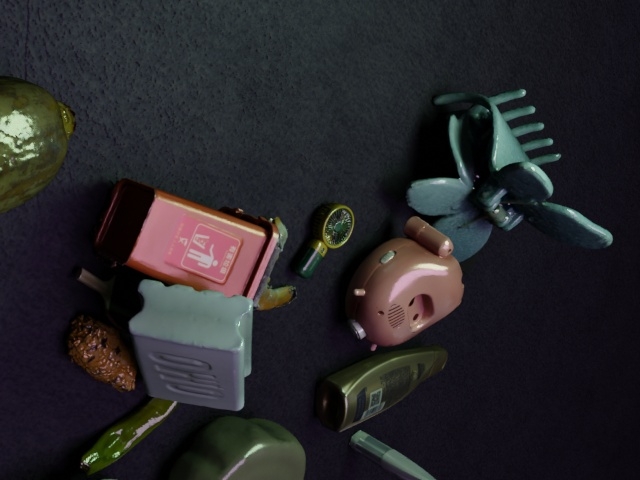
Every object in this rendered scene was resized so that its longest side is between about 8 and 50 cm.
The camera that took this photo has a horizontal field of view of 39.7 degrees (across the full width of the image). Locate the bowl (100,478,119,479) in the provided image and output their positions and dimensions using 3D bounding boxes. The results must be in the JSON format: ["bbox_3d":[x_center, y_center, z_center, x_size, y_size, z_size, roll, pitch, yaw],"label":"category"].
[{"bbox_3d":[-0.336,0.520,1.291,0.313,0.146,0.313,-52,159,-29],"label":"bowl"}]

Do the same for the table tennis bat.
[{"bbox_3d":[-0.299,0.082,1.302,0.156,0.013,0.087,42,46,-44],"label":"table tennis bat"}]

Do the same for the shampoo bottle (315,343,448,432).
[{"bbox_3d":[0.138,0.292,1.853,0.350,0.084,0.125,-16,120,-44],"label":"shampoo bottle"}]

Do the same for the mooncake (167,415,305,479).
[{"bbox_3d":[-0.153,0.435,1.552,0.275,0.135,0.274,-24,126,-38],"label":"mooncake"}]

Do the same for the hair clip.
[{"bbox_3d":[0.352,-0.132,1.776,0.318,0.392,0.238,42,49,-46],"label":"hair clip"}]

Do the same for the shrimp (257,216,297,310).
[{"bbox_3d":[-0.075,0.049,1.541,0.166,0.049,0.161,28,87,-51],"label":"shrimp"}]

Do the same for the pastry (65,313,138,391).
[{"bbox_3d":[-0.318,0.169,1.311,0.140,0.056,0.080,40,64,-46],"label":"pastry"}]

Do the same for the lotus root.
[{"bbox_3d":[-0.404,-0.113,1.026,0.309,0.173,0.173,-25,124,-48],"label":"lotus root"}]

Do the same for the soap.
[{"bbox_3d":[-0.183,0.160,1.288,0.265,0.160,0.087,101,-1,-61],"label":"soap"}]

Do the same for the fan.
[{"bbox_3d":[0.000,0.000,1.608,0.155,0.039,0.082,-56,139,-14],"label":"fan"}]

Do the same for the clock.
[{"bbox_3d":[0.159,0.112,1.739,0.241,0.142,0.227,-37,140,-18],"label":"clock"}]

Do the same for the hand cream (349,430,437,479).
[{"bbox_3d":[0.168,0.470,1.828,0.048,0.255,0.079,-52,138,-14],"label":"hand cream"}]

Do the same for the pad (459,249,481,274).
[{"bbox_3d":[0.351,-0.009,2.026,0.112,0.003,0.157,38,76,-49],"label":"pad"}]

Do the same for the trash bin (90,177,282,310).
[{"bbox_3d":[-0.201,0.003,1.299,0.239,0.184,0.161,25,87,-39],"label":"trash bin"}]

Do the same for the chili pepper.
[{"bbox_3d":[-0.300,0.300,1.392,0.202,0.050,0.051,-37,115,-36],"label":"chili pepper"}]
